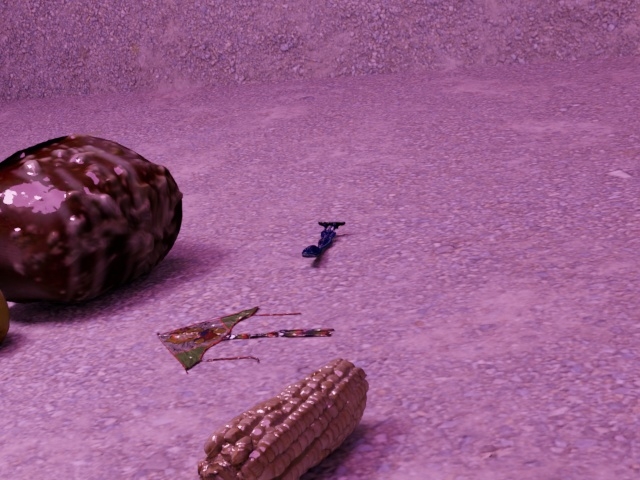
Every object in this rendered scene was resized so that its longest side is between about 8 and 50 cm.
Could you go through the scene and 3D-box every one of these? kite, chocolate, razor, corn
[{"bbox_3d":[-0.102,0.119,1.292,0.244,0.006,0.198,-3,19,22],"label":"kite"},{"bbox_3d":[-0.348,-0.026,1.545,0.210,0.225,0.340,13,27,33],"label":"chocolate"},{"bbox_3d":[0.001,0.004,1.557,0.044,0.028,0.154,0,18,15],"label":"razor"},{"bbox_3d":[-0.027,0.181,0.952,0.087,0.087,0.211,2,15,34],"label":"corn"}]

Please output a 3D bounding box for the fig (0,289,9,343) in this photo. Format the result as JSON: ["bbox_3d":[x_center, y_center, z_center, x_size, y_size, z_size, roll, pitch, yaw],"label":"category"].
[{"bbox_3d":[-0.500,0.096,1.387,0.153,0.121,0.136,-8,22,4],"label":"fig"}]
